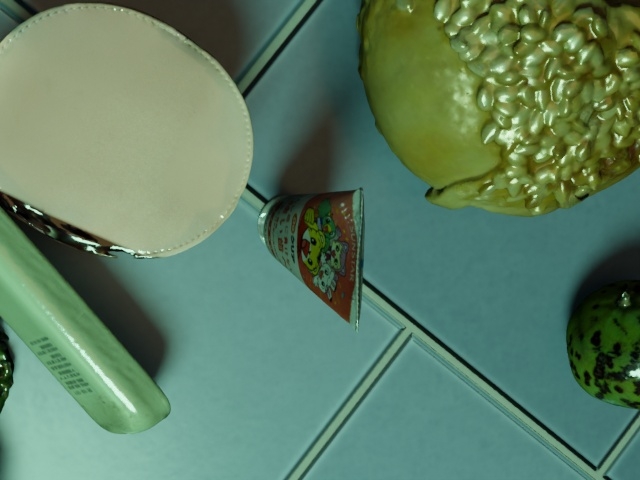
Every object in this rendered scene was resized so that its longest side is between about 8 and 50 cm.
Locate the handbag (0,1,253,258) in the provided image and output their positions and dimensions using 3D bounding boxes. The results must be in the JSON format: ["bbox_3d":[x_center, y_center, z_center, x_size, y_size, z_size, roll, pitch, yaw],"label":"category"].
[{"bbox_3d":[-0.160,-0.077,0.671,0.205,0.116,0.179,26,90,-16],"label":"handbag"}]

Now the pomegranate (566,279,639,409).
[{"bbox_3d":[0.287,0.103,0.816,0.122,0.122,0.161,-43,132,-6],"label":"pomegranate"}]

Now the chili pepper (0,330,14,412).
[{"bbox_3d":[-0.313,0.140,0.673,0.148,0.116,0.265,-3,97,-2],"label":"chili pepper"}]

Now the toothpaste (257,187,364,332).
[{"bbox_3d":[0.000,0.000,0.659,0.057,0.234,0.089,0,97,-15],"label":"toothpaste"}]

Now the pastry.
[{"bbox_3d":[0.175,-0.171,0.709,0.284,0.184,0.316,9,95,-14],"label":"pastry"}]

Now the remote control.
[{"bbox_3d":[-0.230,0.032,0.683,0.309,0.090,0.038,52,54,-13],"label":"remote control"}]
